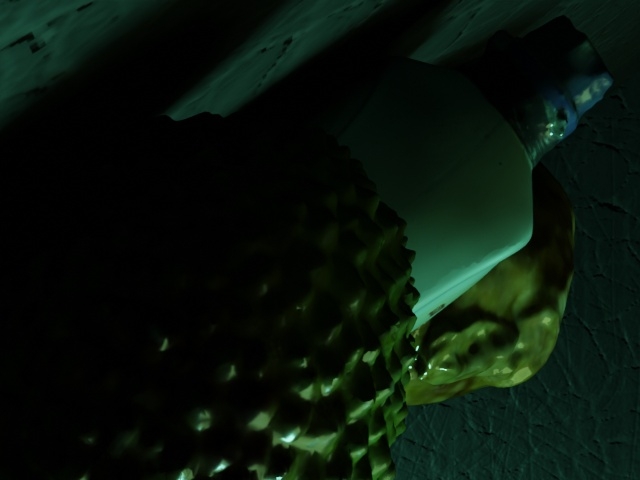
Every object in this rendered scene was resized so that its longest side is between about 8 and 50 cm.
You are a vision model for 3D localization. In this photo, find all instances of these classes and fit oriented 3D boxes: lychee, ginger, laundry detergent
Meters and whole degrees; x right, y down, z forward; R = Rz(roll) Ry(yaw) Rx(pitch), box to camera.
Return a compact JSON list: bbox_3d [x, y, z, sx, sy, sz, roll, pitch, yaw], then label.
[{"bbox_3d":[-0.042,0.038,0.568,0.171,0.171,0.171,-36,176,-3],"label":"lychee"},{"bbox_3d":[0.059,0.009,1.085,0.321,0.172,0.165,-21,125,-66],"label":"ginger"},{"bbox_3d":[0.000,0.000,0.822,0.280,0.105,0.215,-38,-176,-4],"label":"laundry detergent"}]
